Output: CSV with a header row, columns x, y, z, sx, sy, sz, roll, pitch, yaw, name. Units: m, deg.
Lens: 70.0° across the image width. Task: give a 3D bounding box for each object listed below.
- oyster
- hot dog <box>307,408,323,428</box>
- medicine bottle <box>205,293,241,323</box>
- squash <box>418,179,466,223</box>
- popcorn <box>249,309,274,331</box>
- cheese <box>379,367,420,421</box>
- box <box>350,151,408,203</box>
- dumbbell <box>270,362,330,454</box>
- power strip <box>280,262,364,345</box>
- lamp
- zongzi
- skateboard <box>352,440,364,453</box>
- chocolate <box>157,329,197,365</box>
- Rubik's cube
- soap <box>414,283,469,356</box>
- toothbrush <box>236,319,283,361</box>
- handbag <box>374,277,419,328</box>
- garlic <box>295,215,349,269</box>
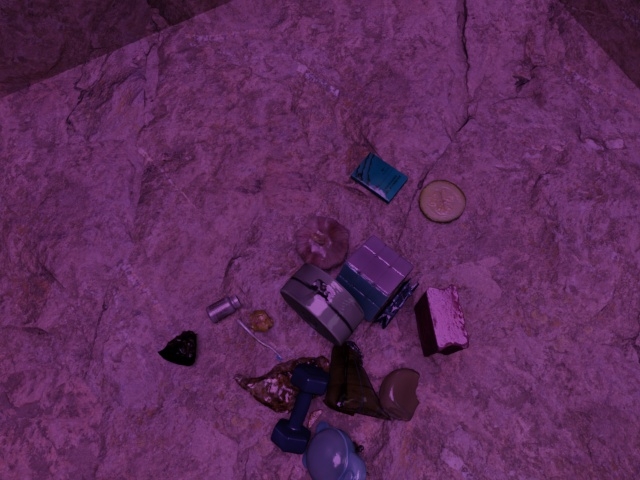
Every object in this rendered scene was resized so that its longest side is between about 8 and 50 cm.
x,y,z,sx,sy,sz,roll,pitch,yaw,name
-0.143,0.596,1.854,0.395,0.111,0.205,-13,75,-7,oyster
-0.028,0.715,1.849,0.034,0.030,0.090,38,76,13,hot dog
-0.415,0.290,1.969,0.140,0.079,0.079,-29,74,-8,medicine bottle
0.566,-0.183,2.134,0.219,0.041,0.220,0,71,1,squash
-0.250,0.341,1.945,0.089,0.109,0.097,-12,108,-34,popcorn
0.327,0.603,1.830,0.175,0.091,0.203,40,62,-10,cheese
0.280,-0.300,2.176,0.226,0.042,0.161,36,75,12,box
-0.075,0.644,1.759,0.159,0.144,0.325,17,94,-21,dumbbell
0.003,0.254,1.830,0.357,0.357,0.161,40,74,13,power strip
0.053,0.827,1.712,0.283,0.147,0.210,24,86,34,lamp
0.172,0.578,1.862,0.299,0.138,0.286,22,55,-17,zongzi
0.109,0.863,1.787,0.080,0.067,0.152,18,76,16,skateboard
-0.574,0.437,1.909,0.156,0.156,0.133,12,53,5,chocolate
0.208,0.156,1.898,0.224,0.231,0.221,39,51,12,Rubik's cube
0.469,0.328,1.801,0.127,0.359,0.233,-8,71,2,soap
-0.260,0.423,1.954,0.263,0.022,0.026,40,65,12,toothbrush
0.317,0.264,1.918,0.062,0.179,0.229,38,78,12,handbag
0.000,0.000,1.976,0.244,0.253,0.245,-2,77,7,garlic
